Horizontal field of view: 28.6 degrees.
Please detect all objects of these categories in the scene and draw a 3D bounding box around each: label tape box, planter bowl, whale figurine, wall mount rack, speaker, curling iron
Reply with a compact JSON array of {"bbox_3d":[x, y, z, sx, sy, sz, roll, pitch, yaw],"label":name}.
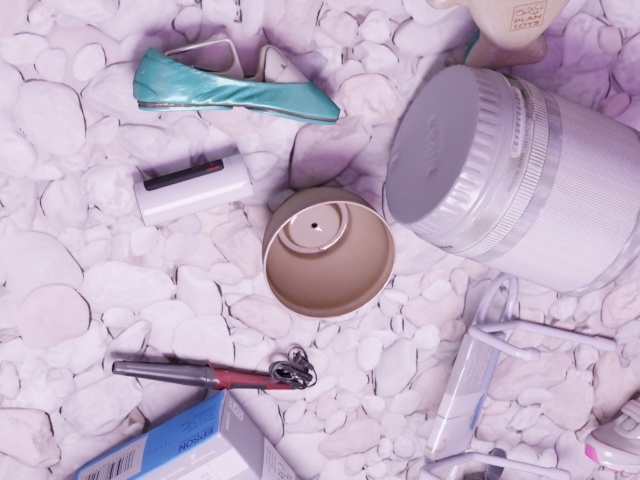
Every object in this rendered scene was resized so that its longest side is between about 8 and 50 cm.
[{"bbox_3d":[-0.133,0.400,1.668,0.249,0.115,0.348,-30,111,13],"label":"label tape box"},{"bbox_3d":[0.000,0.000,1.526,0.162,0.109,0.162,-7,120,-12],"label":"planter bowl"},{"bbox_3d":[0.213,-0.310,1.413,0.216,0.141,0.272,-14,146,-7],"label":"whale figurine"},{"bbox_3d":[0.262,0.222,1.690,0.304,0.130,0.350,2,108,-59],"label":"wall mount rack"},{"bbox_3d":[-0.149,-0.059,1.485,0.136,0.055,0.055,-16,122,-5],"label":"speaker"},{"bbox_3d":[-0.134,0.166,1.628,0.274,0.035,0.068,4,120,-18],"label":"curling iron"}]

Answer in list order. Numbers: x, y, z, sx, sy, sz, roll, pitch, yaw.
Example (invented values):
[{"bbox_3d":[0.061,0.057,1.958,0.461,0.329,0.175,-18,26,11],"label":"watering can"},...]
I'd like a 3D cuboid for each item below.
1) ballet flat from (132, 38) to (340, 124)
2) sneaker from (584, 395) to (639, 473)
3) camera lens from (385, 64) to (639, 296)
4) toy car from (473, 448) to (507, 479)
[{"bbox_3d":[-0.087,-0.182,1.420,0.247,0.083,0.087,3,104,-18],"label":"ballet flat"},{"bbox_3d":[0.482,0.247,1.796,0.252,0.103,0.111,-18,116,-24],"label":"sneaker"},{"bbox_3d":[0.243,-0.068,1.485,0.274,0.219,0.219,19,112,-24],"label":"camera lens"},{"bbox_3d":[0.214,0.391,1.814,0.188,0.149,0.155,-38,111,-20],"label":"toy car"}]
